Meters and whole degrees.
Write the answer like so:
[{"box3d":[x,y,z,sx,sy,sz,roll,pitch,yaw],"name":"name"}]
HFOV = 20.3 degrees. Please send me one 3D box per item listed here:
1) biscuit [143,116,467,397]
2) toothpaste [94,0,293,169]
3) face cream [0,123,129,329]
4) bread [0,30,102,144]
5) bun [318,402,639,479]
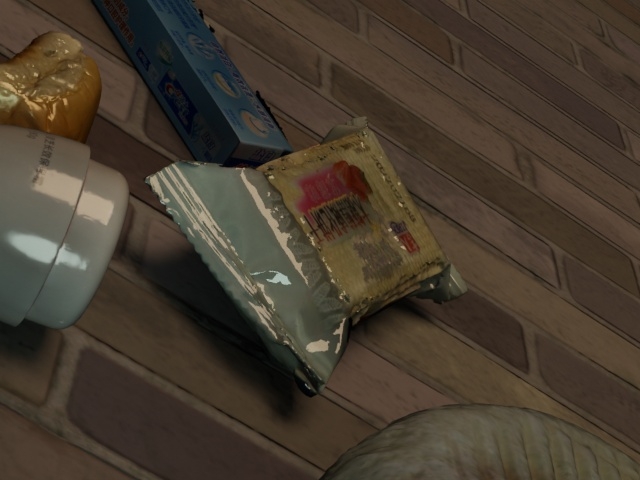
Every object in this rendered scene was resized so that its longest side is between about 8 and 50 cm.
[{"box3d":[0.003,0.004,1.326,0.186,0.079,0.309,57,24,6],"name":"biscuit"},{"box3d":[-0.116,-0.150,1.482,0.066,0.053,0.272,6,41,-45],"name":"toothpaste"},{"box3d":[-0.177,-0.009,1.062,0.104,0.117,0.117,22,27,-14],"name":"face cream"},{"box3d":[-0.191,-0.070,1.163,0.082,0.106,0.125,38,26,-1],"name":"bread"},{"box3d":[0.120,0.251,0.911,0.362,0.211,0.362,30,23,-14],"name":"bun"}]
